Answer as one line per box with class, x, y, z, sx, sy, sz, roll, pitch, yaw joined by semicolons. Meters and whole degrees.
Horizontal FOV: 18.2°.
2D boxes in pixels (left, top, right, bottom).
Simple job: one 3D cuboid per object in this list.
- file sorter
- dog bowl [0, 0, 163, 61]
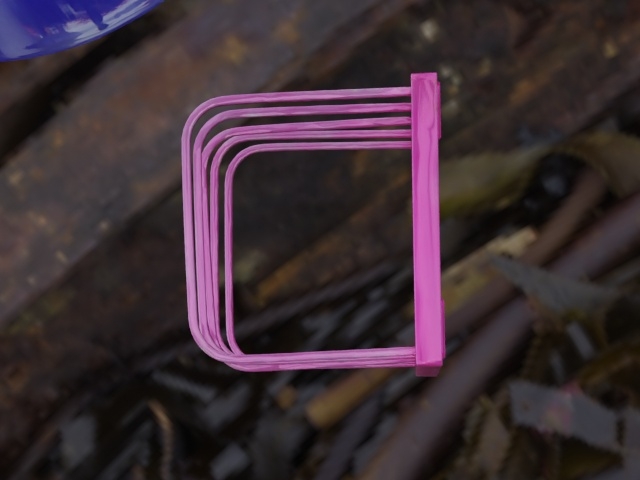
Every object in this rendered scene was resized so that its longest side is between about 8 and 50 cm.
file sorter;0.000;0.000;1.508;0.182;0.291;0.202;-1;85;3
dog bowl;-0.157;-0.228;1.049;0.264;0.104;0.265;-11;57;17
